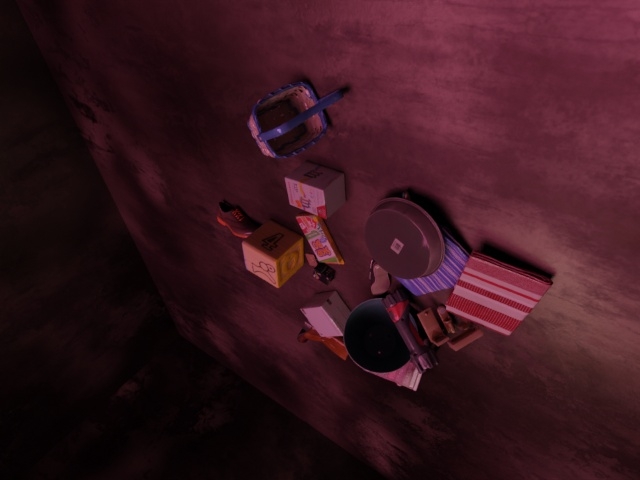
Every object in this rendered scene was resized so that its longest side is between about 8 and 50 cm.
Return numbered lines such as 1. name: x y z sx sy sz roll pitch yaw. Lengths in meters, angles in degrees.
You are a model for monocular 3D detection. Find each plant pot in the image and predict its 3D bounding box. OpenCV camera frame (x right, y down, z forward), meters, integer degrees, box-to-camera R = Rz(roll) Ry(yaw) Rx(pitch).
1. plant pot: 0.243 0.398 1.820 0.290 0.290 0.195 34 167 17

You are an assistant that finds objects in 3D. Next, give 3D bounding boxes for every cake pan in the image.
1. cake pan: 0.258 0.005 1.442 0.293 0.054 0.293 28 135 32

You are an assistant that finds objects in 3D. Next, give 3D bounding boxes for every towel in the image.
1. towel: 0.364 0.089 1.518 0.243 0.040 0.336 42 147 -14
2. towel: 0.547 0.175 1.417 0.237 0.037 0.329 23 144 15

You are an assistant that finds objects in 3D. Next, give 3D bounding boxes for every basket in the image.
1. basket: -0.091 -0.370 1.376 0.289 0.255 0.201 9 130 57

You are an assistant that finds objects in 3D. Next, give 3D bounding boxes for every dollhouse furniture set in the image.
1. dollhouse furniture set: 0.454 0.294 1.573 0.123 0.144 0.151 62 174 -8

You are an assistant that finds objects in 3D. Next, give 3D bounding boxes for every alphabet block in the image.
1. alphabet block: -0.207 0.057 1.986 0.197 0.193 0.192 28 143 24

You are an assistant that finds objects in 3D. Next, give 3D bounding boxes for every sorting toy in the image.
1. sorting toy: -0.028 0.088 1.986 0.083 0.012 0.062 9 126 46

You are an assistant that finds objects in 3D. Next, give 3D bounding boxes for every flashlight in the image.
1. flashlight: 0.343 0.334 1.680 0.103 0.103 0.304 -35 73 18

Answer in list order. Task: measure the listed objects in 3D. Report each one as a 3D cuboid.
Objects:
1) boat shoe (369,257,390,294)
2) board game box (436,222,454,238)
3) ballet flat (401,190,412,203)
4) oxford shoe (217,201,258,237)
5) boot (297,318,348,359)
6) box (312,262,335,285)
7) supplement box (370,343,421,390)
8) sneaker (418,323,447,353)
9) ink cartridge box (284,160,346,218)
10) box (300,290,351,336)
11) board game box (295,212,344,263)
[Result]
1. boat shoe: 0.228 0.136 1.744 0.206 0.075 0.065 83 174 -48
2. board game box: 0.355 -0.003 1.471 0.168 0.033 0.133 25 140 28
3. ballet flat: 0.277 -0.098 1.455 0.052 0.057 0.168 10 143 2
4. oxford shoe: -0.396 -0.098 2.118 0.271 0.097 0.098 27 135 26
5. boot: 0.026 0.530 2.344 0.280 0.096 0.264 32 136 8
6. box: 0.015 0.146 1.964 0.083 0.052 0.062 32 144 19
7. supplement box: 0.320 0.536 1.929 0.239 0.073 0.130 19 104 14
8. sneaker: 0.418 0.406 1.767 0.108 0.100 0.271 39 145 21
9. ink cartridge box: -0.017 -0.183 1.598 0.176 0.127 0.128 23 140 31
10. box: 0.035 0.344 2.086 0.182 0.119 0.181 -18 112 53
11. board game box: 0.000 0.000 1.852 0.124 0.039 0.259 0 128 47
